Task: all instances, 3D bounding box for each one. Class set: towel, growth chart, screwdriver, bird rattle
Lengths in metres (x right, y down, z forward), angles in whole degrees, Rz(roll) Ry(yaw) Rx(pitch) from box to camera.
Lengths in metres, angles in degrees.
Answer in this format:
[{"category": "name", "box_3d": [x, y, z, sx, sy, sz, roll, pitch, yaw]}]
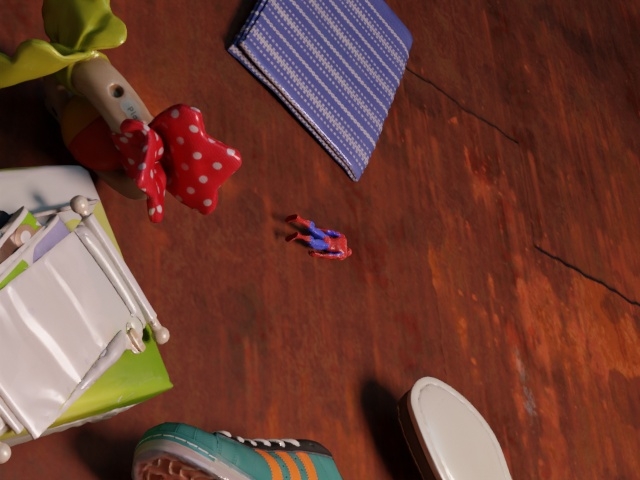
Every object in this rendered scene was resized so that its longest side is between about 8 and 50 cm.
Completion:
[{"category": "towel", "box_3d": [0.010, -0.259, 1.715, 0.243, 0.040, 0.336, 46, 39, -21]}, {"category": "growth chart", "box_3d": [-0.223, 0.058, 1.016, 0.237, 0.021, 0.172, -41, 108, -51]}, {"category": "screwdriver", "box_3d": [-0.234, -0.022, 1.068, 0.170, 0.025, 0.024, -20, 83, -54]}, {"category": "bird rattle", "box_3d": [-0.189, -0.116, 1.219, 0.253, 0.207, 0.143, 42, 70, 0]}]

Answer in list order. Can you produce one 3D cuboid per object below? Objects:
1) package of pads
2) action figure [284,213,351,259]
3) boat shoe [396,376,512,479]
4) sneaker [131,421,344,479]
[{"category": "package of pads", "box_3d": [-0.283, 0.056, 1.064, 0.296, 0.101, 0.229, -9, 74, -54]}, {"category": "action figure", "box_3d": [0.000, 0.000, 1.513, 0.115, 0.030, 0.038, 22, 55, -47]}, {"category": "boat shoe", "box_3d": [0.169, 0.295, 1.455, 0.109, 0.091, 0.305, -35, 93, -43]}, {"category": "sneaker", "box_3d": [-0.058, 0.231, 1.216, 0.302, 0.108, 0.121, 42, 37, -36]}]
